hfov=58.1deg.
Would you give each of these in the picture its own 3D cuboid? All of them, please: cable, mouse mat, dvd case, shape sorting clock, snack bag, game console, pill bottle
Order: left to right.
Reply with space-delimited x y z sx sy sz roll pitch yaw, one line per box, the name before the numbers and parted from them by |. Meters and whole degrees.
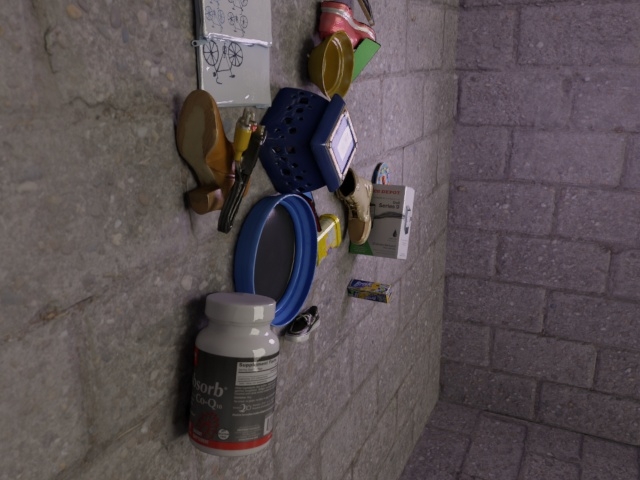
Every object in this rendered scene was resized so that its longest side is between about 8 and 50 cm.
pill bottle | -0.210 0.321 1.427 0.210 0.210 0.363 -4 100 -65
cable | -0.192 -0.163 1.334 0.139 0.072 0.287 -80 -168 -75
snack bag | -0.204 -0.492 1.418 0.323 0.037 0.343 -27 121 -61
game console | -0.025 -0.119 1.859 0.085 0.124 0.144 -38 136 -21
dvd case | 0.119 -0.837 1.909 0.221 0.018 0.164 51 25 -39
mouse mat | 0.125 -0.613 1.994 0.190 0.007 0.152 -49 165 22
shape sorting clock | 0.274 -0.238 2.520 0.206 0.040 0.206 -30 124 -60

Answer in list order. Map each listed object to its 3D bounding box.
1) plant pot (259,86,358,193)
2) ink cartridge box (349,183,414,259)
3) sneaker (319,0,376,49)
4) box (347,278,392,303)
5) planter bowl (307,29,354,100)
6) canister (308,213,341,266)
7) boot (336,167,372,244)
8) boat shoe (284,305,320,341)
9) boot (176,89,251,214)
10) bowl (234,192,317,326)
plant pot | -0.026 -0.281 1.655 0.236 0.212 0.236 -67 150 -30
ink cartridge box | 0.245 -0.079 2.301 0.121 0.211 0.289 7 89 -64
sneaker | 0.078 -0.675 1.923 0.314 0.116 0.136 11 97 -59
box | 0.198 0.203 2.324 0.059 0.169 0.054 -56 145 -43
planter bowl | 0.020 -0.549 1.813 0.217 0.090 0.217 -39 136 -52
canister | 0.000 0.000 1.956 0.170 0.073 0.126 -46 137 -50
boot | 0.124 -0.126 2.158 0.203 0.095 0.262 23 74 -65
boat shoe | -0.060 0.273 1.908 0.219 0.077 0.070 -35 129 -68
boot | -0.238 -0.217 1.366 0.211 0.104 0.295 -45 141 -61
bowl | -0.125 0.055 1.696 0.391 0.077 0.391 -28 122 -60
